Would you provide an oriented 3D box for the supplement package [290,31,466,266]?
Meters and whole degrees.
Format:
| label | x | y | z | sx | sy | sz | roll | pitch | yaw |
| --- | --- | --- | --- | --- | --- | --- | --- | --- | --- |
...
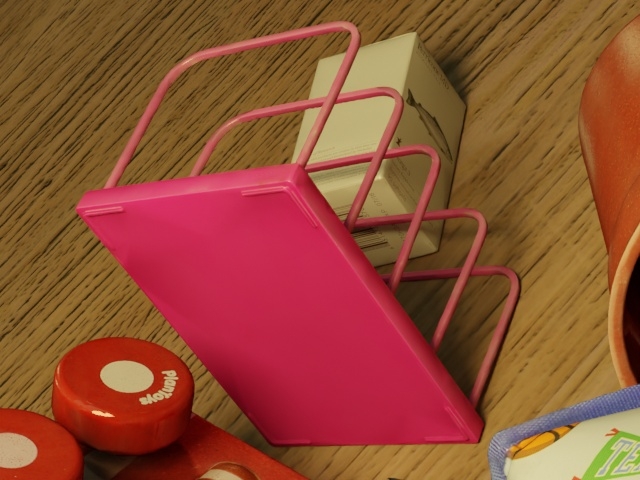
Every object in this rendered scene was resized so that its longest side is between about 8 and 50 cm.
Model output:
| label | x | y | z | sx | sy | sz | roll | pitch | yaw |
| --- | --- | --- | --- | --- | --- | --- | --- | --- | --- |
| supplement package | 0.050 | -0.077 | 1.577 | 0.105 | 0.105 | 0.179 | -14 | 44 | 30 |

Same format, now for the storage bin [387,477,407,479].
| label | x | y | z | sx | sy | sz | roll | pitch | yaw |
| --- | --- | --- | --- | --- | --- | --- | --- | --- | --- |
| storage bin | 0.106 | 0.225 | 1.233 | 0.135 | 0.098 | 0.091 | 12 | 87 | 46 |

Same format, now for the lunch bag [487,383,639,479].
| label | x | y | z | sx | sy | sz | roll | pitch | yaw |
| --- | --- | --- | --- | --- | --- | --- | --- | --- | --- |
| lunch bag | 0.327 | 0.176 | 0.921 | 0.385 | 0.239 | 0.328 | -14 | 21 | -13 |

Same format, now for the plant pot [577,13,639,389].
| label | x | y | z | sx | sy | sz | roll | pitch | yaw |
| --- | --- | --- | --- | --- | --- | --- | --- | --- | --- |
| plant pot | 0.298 | -0.032 | 1.208 | 0.272 | 0.272 | 0.265 | -30 | 30 | 12 |

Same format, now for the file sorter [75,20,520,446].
| label | x | y | z | sx | sy | sz | roll | pitch | yaw |
| --- | --- | --- | --- | --- | --- | --- | --- | --- | --- |
| file sorter | 0.000 | 0.000 | 1.387 | 0.202 | 0.291 | 0.182 | -6 | 44 | 36 |

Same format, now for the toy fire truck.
| label | x | y | z | sx | sy | sz | roll | pitch | yaw |
| --- | --- | --- | --- | --- | --- | --- | --- | --- | --- |
| toy fire truck | -0.120 | 0.216 | 1.218 | 0.254 | 0.169 | 0.302 | 25 | 33 | 23 |
